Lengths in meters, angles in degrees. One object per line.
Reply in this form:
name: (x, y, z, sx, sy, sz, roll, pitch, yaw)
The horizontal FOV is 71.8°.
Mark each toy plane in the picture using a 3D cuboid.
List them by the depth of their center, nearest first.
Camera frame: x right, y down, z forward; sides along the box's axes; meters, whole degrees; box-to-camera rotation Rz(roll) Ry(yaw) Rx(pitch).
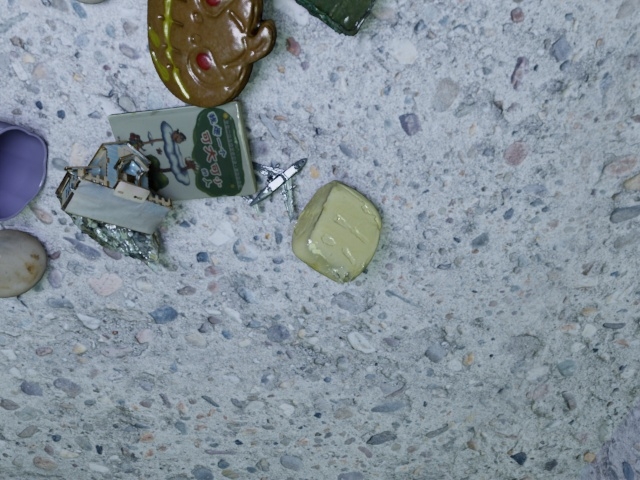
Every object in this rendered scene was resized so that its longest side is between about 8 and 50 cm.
toy plane: (-0.127, -0.163, 1.278, 0.226, 0.058, 0.226, -37, 96, 17)

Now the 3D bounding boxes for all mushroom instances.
mushroom: (-0.955, 0.063, 1.330, 0.215, 0.207, 0.207, 11, 123, 32)

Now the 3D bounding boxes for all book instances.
book: (-0.376, -0.235, 1.220, 0.371, 0.043, 0.260, -4, 118, 10)

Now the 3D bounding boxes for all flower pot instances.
flower pot: (-0.910, -0.205, 1.148, 0.243, 0.265, 0.265, 19, 116, 2)

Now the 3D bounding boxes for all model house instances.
model house: (-0.532, -0.162, 1.170, 0.271, 0.206, 0.178, 18, 128, -40)

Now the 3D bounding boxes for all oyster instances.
oyster: (-0.595, -0.043, 1.293, 0.351, 0.158, 0.162, 45, 144, -7)

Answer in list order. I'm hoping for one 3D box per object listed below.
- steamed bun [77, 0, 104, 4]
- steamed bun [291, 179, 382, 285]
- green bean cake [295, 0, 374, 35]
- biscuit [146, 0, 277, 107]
steamed bun: (-0.560, -0.647, 0.978, 0.177, 0.130, 0.228, -28, 116, 15)
steamed bun: (0.042, -0.015, 1.271, 0.232, 0.166, 0.273, 30, 70, -21)
green bean cake: (0.025, -0.614, 0.962, 0.255, 0.132, 0.241, 16, 121, -37)
biscuit: (-0.261, -0.499, 1.010, 0.350, 0.070, 0.394, 22, 122, 18)
